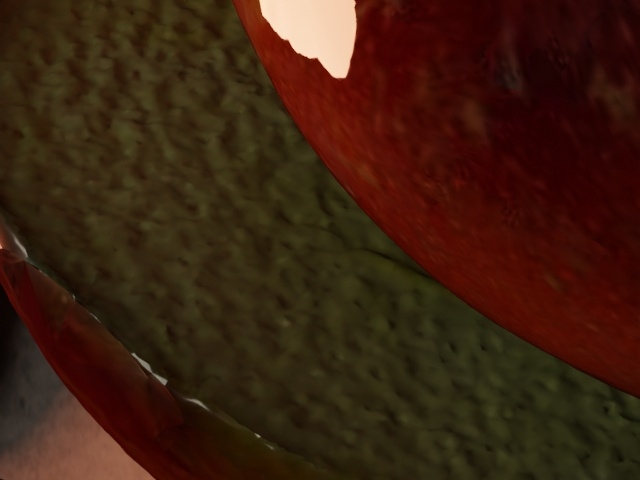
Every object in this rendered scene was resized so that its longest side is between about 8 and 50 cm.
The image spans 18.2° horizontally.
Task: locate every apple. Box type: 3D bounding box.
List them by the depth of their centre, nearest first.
[{"bbox_3d":[0.143,-0.113,0.469,0.348,0.277,0.348,-6,83,51],"label":"apple"},{"bbox_3d":[0.000,0.000,0.660,0.346,0.254,0.179,43,89,21],"label":"apple"}]

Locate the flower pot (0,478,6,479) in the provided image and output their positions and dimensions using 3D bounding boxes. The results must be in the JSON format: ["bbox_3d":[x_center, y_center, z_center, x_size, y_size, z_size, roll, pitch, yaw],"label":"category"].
[{"bbox_3d":[-0.098,0.246,0.789,0.379,0.251,0.379,-4,85,50],"label":"flower pot"}]
